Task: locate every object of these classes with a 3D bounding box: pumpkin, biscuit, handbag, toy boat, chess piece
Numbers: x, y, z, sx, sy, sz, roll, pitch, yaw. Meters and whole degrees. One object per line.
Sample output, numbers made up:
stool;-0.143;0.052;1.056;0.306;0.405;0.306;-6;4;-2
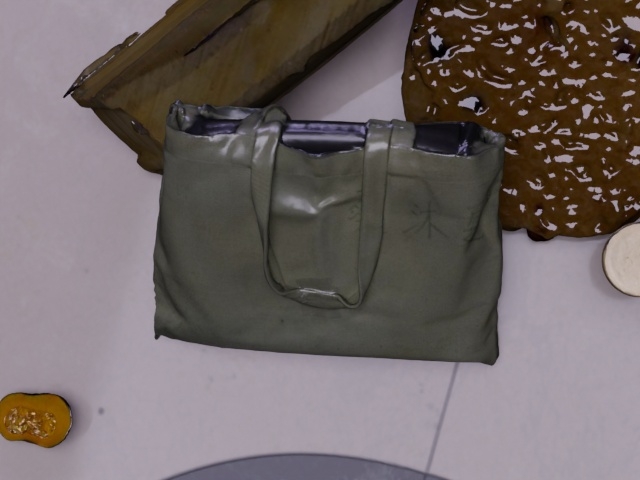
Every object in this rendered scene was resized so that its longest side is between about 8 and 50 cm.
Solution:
pumpkin;-0.265;0.166;1.344;0.083;0.028;0.050;8;86;17
biscuit;0.208;-0.145;1.252;0.295;0.075;0.296;3;106;10
handbag;0.004;-0.003;1.241;0.315;0.109;0.253;6;128;9
toy boat;-0.022;-0.216;1.261;0.445;0.162;0.136;-35;116;19
chess piece;0.274;0.017;1.230;0.066;0.122;0.066;0;88;10
